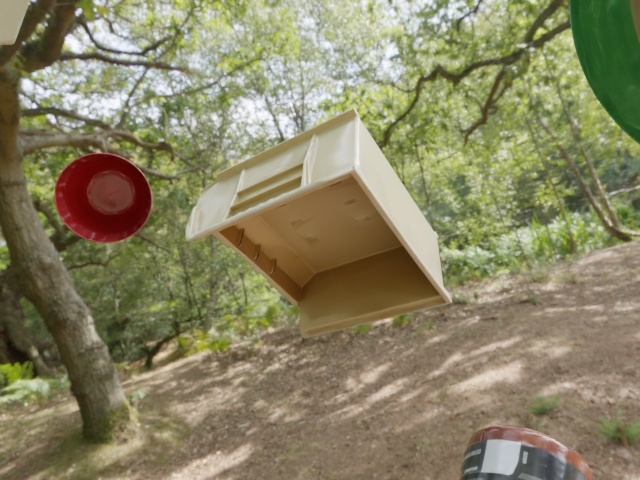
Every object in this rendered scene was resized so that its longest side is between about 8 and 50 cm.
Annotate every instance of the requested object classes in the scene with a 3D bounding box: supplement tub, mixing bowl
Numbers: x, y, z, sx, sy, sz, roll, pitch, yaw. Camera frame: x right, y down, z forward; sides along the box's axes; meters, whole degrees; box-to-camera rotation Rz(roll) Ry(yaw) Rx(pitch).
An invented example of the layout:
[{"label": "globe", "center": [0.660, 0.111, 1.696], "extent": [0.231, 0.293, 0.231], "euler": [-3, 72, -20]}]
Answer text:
[{"label": "supplement tub", "center": [0.145, 0.253, 0.363], "extent": [0.106, 0.106, 0.198], "euler": [-22, 25, 43]}, {"label": "mixing bowl", "center": [-0.441, -0.094, 0.999], "extent": [0.181, 0.181, 0.098], "euler": [-19, 18, -9]}]

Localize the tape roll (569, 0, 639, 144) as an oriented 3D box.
[{"label": "tape roll", "center": [0.336, -0.187, 0.295], "extent": [0.077, 0.321, 0.321], "euler": [-26, 3, -43]}]

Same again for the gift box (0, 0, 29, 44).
[{"label": "gift box", "center": [-0.526, -0.441, 0.630], "extent": [0.258, 0.255, 0.276], "euler": [-46, 7, 30]}]

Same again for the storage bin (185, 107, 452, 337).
[{"label": "storage bin", "center": [0.000, 0.000, 0.653], "extent": [0.260, 0.123, 0.262], "euler": [-20, -46, 27]}]
